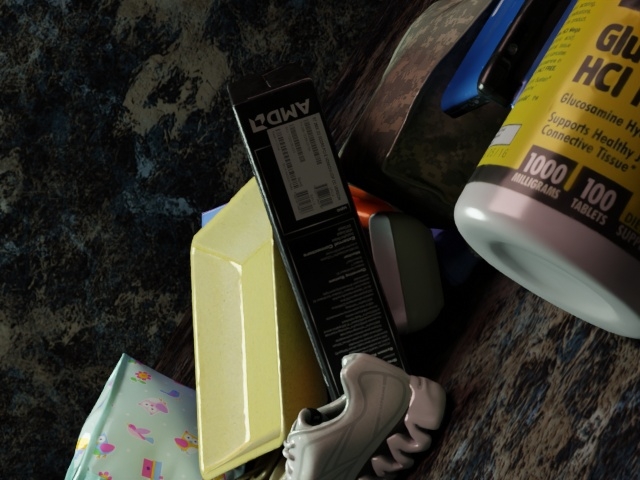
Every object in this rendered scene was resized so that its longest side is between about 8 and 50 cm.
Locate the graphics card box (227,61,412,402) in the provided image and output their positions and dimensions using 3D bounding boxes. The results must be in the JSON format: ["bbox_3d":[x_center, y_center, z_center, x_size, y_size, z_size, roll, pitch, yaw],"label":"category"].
[{"bbox_3d":[0.000,0.000,1.681,0.094,0.371,0.233,-20,11,0],"label":"graphics card box"}]

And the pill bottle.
[{"bbox_3d":[0.260,-0.109,1.193,0.334,0.188,0.188,-59,10,-8],"label":"pill bottle"}]

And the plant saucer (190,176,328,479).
[{"bbox_3d":[-0.074,0.114,1.940,0.333,0.081,0.333,143,126,-63],"label":"plant saucer"}]

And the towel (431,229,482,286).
[{"bbox_3d":[0.227,-0.111,1.796,0.336,0.040,0.243,-55,11,9],"label":"towel"}]

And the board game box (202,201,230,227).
[{"bbox_3d":[-0.065,0.052,2.134,0.347,0.078,0.233,-17,72,63],"label":"board game box"}]

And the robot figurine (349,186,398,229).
[{"bbox_3d":[0.106,-0.093,1.963,0.219,0.158,0.128,-34,-2,-38],"label":"robot figurine"}]

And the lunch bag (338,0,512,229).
[{"bbox_3d":[0.160,-0.163,1.738,0.287,0.169,0.235,-62,13,-6],"label":"lunch bag"}]

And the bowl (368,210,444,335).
[{"bbox_3d":[0.099,0.033,1.776,0.142,0.053,0.142,-178,78,-80],"label":"bowl"}]

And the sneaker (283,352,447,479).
[{"bbox_3d":[0.003,0.237,1.564,0.292,0.118,0.110,-56,12,13],"label":"sneaker"}]

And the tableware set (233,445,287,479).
[{"bbox_3d":[-0.055,0.278,1.932,0.128,0.039,0.194,-59,10,-10],"label":"tableware set"}]

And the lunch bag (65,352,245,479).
[{"bbox_3d":[-0.222,0.306,2.119,0.160,0.223,0.262,-59,10,22],"label":"lunch bag"}]

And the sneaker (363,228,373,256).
[{"bbox_3d":[0.022,0.011,2.227,0.153,0.099,0.282,-63,15,-24],"label":"sneaker"}]

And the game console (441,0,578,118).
[{"bbox_3d":[0.281,-0.217,1.513,0.293,0.173,0.250,-58,7,-8],"label":"game console"}]
